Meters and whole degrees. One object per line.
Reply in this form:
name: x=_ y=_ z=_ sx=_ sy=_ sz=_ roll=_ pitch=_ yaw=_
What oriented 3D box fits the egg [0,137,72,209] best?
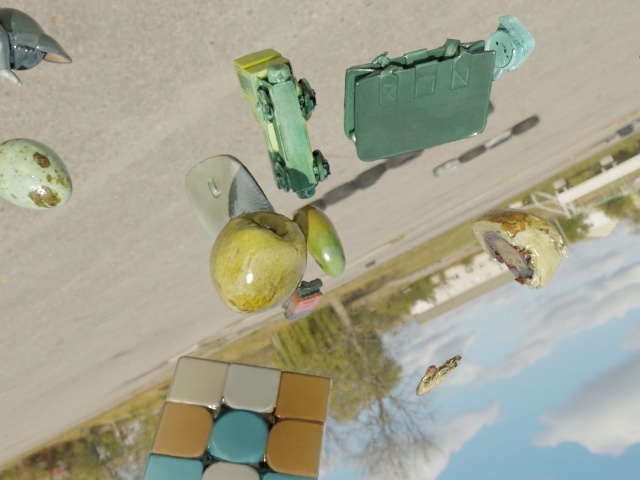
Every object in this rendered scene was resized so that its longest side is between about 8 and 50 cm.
egg: x=-0.719 y=-0.161 z=1.657 sx=0.169 sy=0.231 sz=0.169 roll=-52 pitch=163 yaw=-24

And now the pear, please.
pear: x=-0.134 y=0.053 z=1.427 sx=0.229 sy=0.188 sz=0.211 roll=-15 pitch=132 yaw=-55

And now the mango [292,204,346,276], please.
mango: x=0.000 y=0.000 z=1.592 sx=0.092 sy=0.194 sz=0.130 roll=-29 pitch=165 yaw=1

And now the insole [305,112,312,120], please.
insole: x=-0.096 y=-0.351 z=1.816 sx=0.194 sy=0.065 sz=0.006 roll=-6 pitch=-157 yaw=-41

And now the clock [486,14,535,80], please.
clock: x=0.437 y=-0.449 z=1.577 sx=0.045 sy=0.108 sz=0.147 roll=-19 pitch=155 yaw=-28

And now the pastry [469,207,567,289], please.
pastry: x=0.549 y=-0.003 z=1.814 sx=0.170 sy=0.236 sz=0.256 roll=-38 pitch=-174 yaw=-4

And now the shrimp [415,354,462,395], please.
shrimp: x=0.329 y=0.364 z=1.862 sx=0.178 sy=0.034 sz=0.124 roll=-37 pitch=146 yaw=-12

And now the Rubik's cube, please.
Rubik's cube: x=-0.169 y=0.492 z=1.422 sx=0.345 sy=0.346 sz=0.346 roll=9 pitch=138 yaw=1

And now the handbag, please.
handbag: x=0.216 y=-0.314 z=1.477 sx=0.327 sy=0.089 sz=0.238 roll=-13 pitch=140 yaw=-10

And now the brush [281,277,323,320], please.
brush: x=-0.048 y=0.154 z=1.609 sx=0.070 sy=0.051 sz=0.323 roll=-24 pitch=168 yaw=-18

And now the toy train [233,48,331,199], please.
toy train: x=-0.095 y=-0.284 z=1.698 sx=0.151 sy=0.368 sz=0.237 roll=-23 pitch=-145 yaw=-16

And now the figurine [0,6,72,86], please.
figurine: x=-0.618 y=-0.399 z=1.240 sx=0.140 sy=0.193 sz=0.265 roll=-62 pitch=169 yaw=-13

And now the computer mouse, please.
computer mouse: x=-0.221 y=-0.063 z=1.727 sx=0.197 sy=0.330 sz=0.095 roll=-27 pitch=-166 yaw=17
